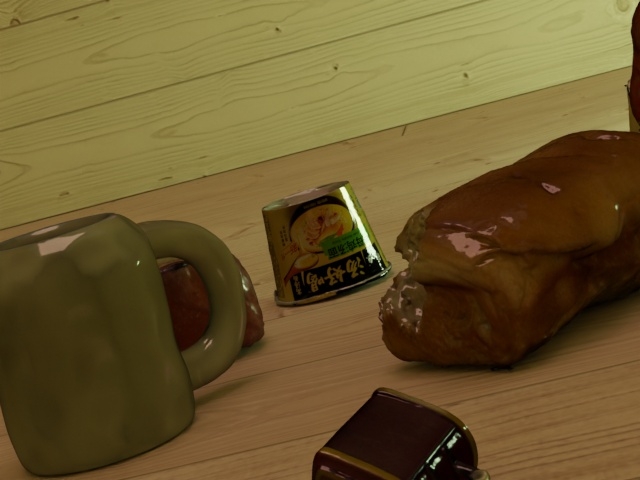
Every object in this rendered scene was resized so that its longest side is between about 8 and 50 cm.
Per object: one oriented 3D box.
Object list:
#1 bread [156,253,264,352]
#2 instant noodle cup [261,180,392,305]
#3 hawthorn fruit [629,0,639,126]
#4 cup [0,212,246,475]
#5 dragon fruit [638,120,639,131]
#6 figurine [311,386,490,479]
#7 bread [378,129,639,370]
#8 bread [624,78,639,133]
[{"bbox_3d":[-0.173,0.075,1.573,0.190,0.123,0.244,-17,9,-22],"label":"bread"},{"bbox_3d":[0.000,0.000,1.748,0.151,0.122,0.151,-16,6,2],"label":"instant noodle cup"},{"bbox_3d":[0.510,-0.193,1.662,0.299,0.275,0.275,4,6,-10],"label":"hawthorn fruit"},{"bbox_3d":[-0.179,0.077,1.307,0.255,0.202,0.173,-17,9,-13],"label":"cup"},{"bbox_3d":[0.437,-0.103,1.268,0.274,0.161,0.126,14,15,-12],"label":"dragon fruit"},{"bbox_3d":[0.062,0.148,0.893,0.098,0.082,0.154,4,15,23],"label":"figurine"},{"bbox_3d":[0.206,-0.003,1.319,0.195,0.149,0.344,-6,13,46],"label":"bread"},{"bbox_3d":[0.527,-0.179,2.066,0.147,0.127,0.152,-17,26,-9],"label":"bread"}]
